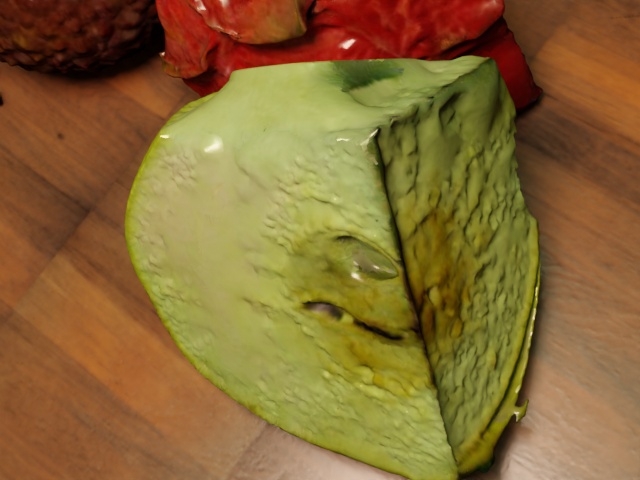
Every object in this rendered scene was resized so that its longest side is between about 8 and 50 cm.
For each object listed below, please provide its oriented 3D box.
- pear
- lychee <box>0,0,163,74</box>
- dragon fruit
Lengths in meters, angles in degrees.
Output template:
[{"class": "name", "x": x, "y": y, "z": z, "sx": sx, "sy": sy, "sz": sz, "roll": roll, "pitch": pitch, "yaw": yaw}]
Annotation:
[{"class": "pear", "x": 0.000, "y": 0.000, "z": 0.675, "sx": 0.282, "sy": 0.286, "sz": 0.176, "roll": 1, "pitch": 29, "yaw": 36}, {"class": "lychee", "x": -0.239, "y": -0.274, "z": 0.812, "sx": 0.261, "sy": 0.260, "sz": 0.260, "roll": -5, "pitch": 69, "yaw": 12}, {"class": "dragon fruit", "x": -0.014, "y": -0.233, "z": 0.730, "sx": 0.302, "sy": 0.330, "sz": 0.240, "roll": -15, "pitch": 46, "yaw": 11}]
